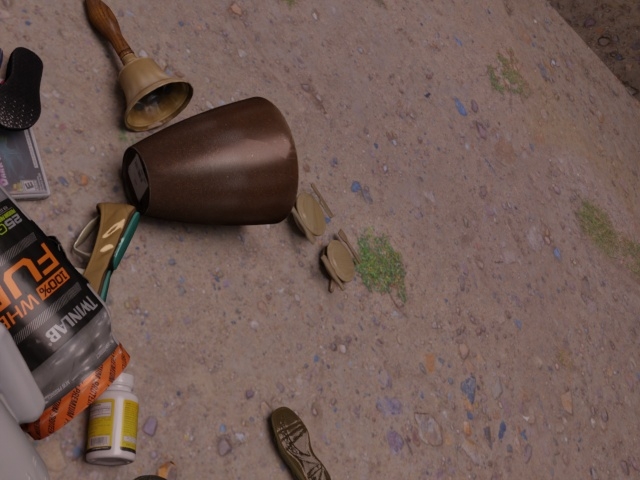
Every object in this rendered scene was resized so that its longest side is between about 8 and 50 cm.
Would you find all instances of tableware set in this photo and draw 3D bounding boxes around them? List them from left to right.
[{"bbox_3d":[0.000,0.000,1.523,0.194,0.039,0.128,58,29,-13],"label":"tableware set"}]

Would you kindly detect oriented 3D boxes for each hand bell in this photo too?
[{"bbox_3d":[-0.328,-0.313,1.338,0.126,0.126,0.242,-21,71,-48],"label":"hand bell"}]

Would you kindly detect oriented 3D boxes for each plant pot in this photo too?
[{"bbox_3d":[-0.189,-0.113,1.290,0.230,0.215,0.215,-12,78,-33],"label":"plant pot"}]

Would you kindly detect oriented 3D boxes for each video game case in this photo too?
[{"bbox_3d":[-0.483,-0.143,1.127,0.173,0.022,0.190,-7,74,-46],"label":"video game case"}]

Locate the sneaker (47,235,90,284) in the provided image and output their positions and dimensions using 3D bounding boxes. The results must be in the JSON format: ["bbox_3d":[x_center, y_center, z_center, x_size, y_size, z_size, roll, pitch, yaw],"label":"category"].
[{"bbox_3d":[-0.387,0.008,1.090,0.051,0.089,0.170,-35,95,-48],"label":"sneaker"}]

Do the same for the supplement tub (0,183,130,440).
[{"bbox_3d":[-0.390,0.075,0.973,0.316,0.194,0.193,51,42,-12],"label":"supplement tub"}]

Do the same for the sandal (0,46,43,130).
[{"bbox_3d":[-0.441,-0.213,1.170,0.067,0.040,0.179,34,33,-34],"label":"sandal"}]

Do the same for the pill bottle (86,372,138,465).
[{"bbox_3d":[-0.280,0.241,1.090,0.065,0.065,0.116,20,57,-37],"label":"pill bottle"}]

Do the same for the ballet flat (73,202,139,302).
[{"bbox_3d":[-0.328,0.040,1.161,0.073,0.080,0.232,16,51,-6],"label":"ballet flat"}]

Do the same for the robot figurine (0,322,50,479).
[{"bbox_3d":[-0.402,0.212,0.783,0.300,0.200,0.353,-52,133,-42],"label":"robot figurine"}]

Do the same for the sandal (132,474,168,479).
[{"bbox_3d":[-0.267,0.435,0.993,0.120,0.086,0.302,37,61,-33],"label":"sandal"}]

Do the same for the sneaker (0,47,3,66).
[{"bbox_3d":[-0.563,-0.325,1.050,0.316,0.127,0.182,22,54,-24],"label":"sneaker"}]

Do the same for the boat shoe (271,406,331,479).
[{"bbox_3d":[-0.038,0.342,1.300,0.056,0.048,0.153,-29,84,-37],"label":"boat shoe"}]
